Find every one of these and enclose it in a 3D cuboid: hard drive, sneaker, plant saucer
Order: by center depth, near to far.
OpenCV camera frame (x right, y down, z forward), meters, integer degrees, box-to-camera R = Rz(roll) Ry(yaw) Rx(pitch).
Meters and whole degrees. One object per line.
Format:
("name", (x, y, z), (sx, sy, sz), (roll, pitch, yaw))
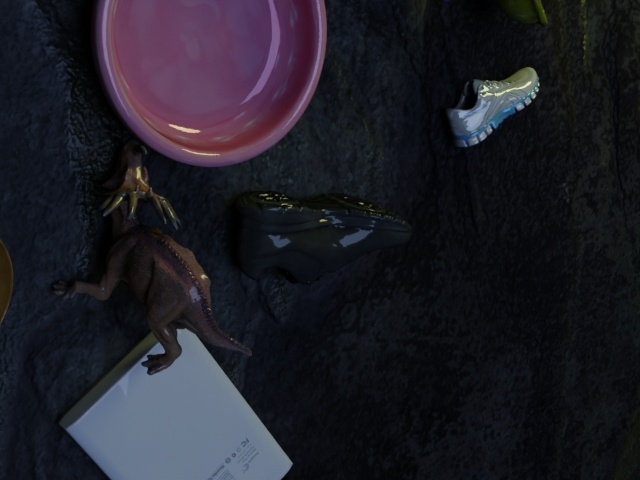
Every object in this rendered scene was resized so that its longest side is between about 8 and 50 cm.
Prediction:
("plant saucer", (-0.146, -0.263, 1.353), (0.332, 0.084, 0.332), (-9, 106, -34))
("hard drive", (-0.191, 0.284, 1.479), (0.210, 0.040, 0.319), (-45, 123, -20))
("sneaker", (0.000, 0.000, 1.525), (0.286, 0.109, 0.130), (2, 106, -27))
("sneaker", (0.272, -0.230, 1.682), (0.190, 0.071, 0.083), (-41, 116, -22))

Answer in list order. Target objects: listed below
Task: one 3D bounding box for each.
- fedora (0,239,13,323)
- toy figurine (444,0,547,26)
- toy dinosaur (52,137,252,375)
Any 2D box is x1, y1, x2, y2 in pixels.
("fedora", (-0.434, 0.068, 1.222), (0.194, 0.079, 0.194), (-10, 107, -34))
("toy figurine", (0.175, -0.443, 1.548), (0.217, 0.191, 0.363), (-26, 128, 4))
("toy dinosaur", (-0.196, 0.033, 1.305), (0.127, 0.295, 0.200), (-35, 164, -53))
